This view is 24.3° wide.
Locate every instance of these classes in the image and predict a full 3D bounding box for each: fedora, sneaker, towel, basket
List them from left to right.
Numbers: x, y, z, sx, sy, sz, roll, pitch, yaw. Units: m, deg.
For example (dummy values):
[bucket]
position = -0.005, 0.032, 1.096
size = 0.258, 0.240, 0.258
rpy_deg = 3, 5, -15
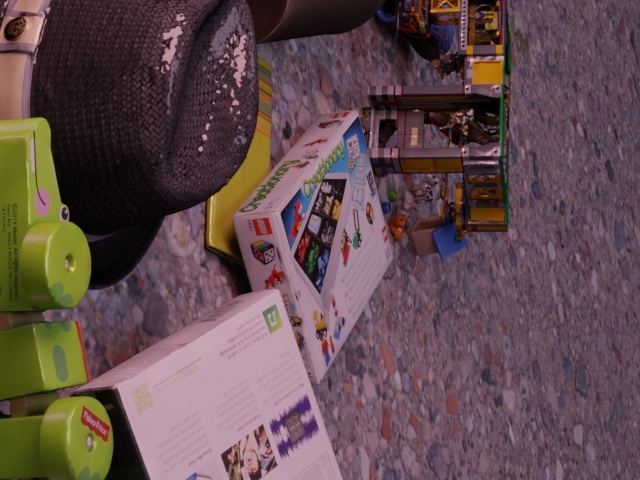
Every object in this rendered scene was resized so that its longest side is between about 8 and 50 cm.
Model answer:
[fedora]
position = -0.144, -0.125, 1.234
size = 0.334, 0.152, 0.334
rpy_deg = -2, 90, -64
[towel]
position = -0.087, -0.091, 1.529
size = 0.102, 0.021, 0.237
rpy_deg = 28, 57, -53
[basket]
position = -0.033, -0.287, 1.552
size = 0.227, 0.154, 0.204
rpy_deg = -34, 152, -55
[sneaker]
position = 0.106, -0.308, 1.950
size = 0.221, 0.083, 0.087
rpy_deg = 52, 55, -42

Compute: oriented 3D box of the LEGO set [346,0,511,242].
[LEGO set]
position = 0.137, -0.170, 1.858
size = 0.255, 0.192, 0.331
rpy_deg = 55, 37, -73

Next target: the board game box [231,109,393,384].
[board game box]
position = 0.000, 0.000, 1.602
size = 0.305, 0.053, 0.193
rpy_deg = -54, 133, -61

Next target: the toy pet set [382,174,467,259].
[toy pet set]
position = 0.142, -0.032, 1.924
size = 0.114, 0.065, 0.122
rpy_deg = 68, 29, -25

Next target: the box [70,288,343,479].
[box]
position = -0.066, 0.228, 1.240
size = 0.232, 0.058, 0.322
rpy_deg = -29, 102, -53

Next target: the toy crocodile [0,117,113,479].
[toy crocodile]
position = -0.215, 0.079, 1.094
size = 0.105, 0.115, 0.341
rpy_deg = -4, 87, -69
